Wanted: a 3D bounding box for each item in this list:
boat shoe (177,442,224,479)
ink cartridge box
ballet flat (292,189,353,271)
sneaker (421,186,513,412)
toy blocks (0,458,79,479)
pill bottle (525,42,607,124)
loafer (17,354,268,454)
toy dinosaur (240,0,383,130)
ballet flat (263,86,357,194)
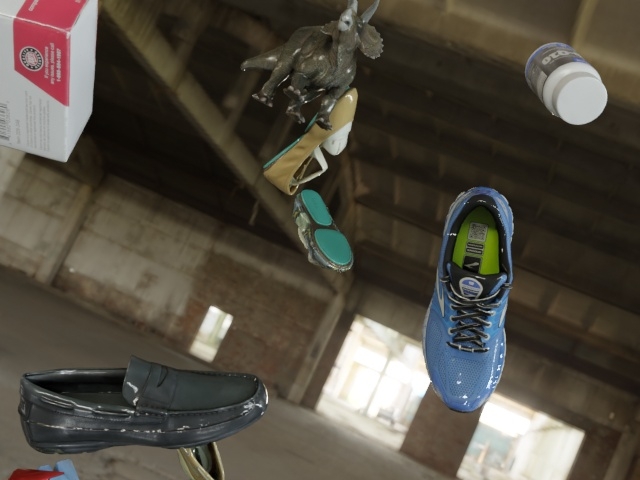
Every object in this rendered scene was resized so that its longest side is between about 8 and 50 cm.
[{"bbox_3d":[-0.182,0.271,1.206,0.072,0.068,0.190,9,-50,50],"label":"boat shoe"},{"bbox_3d":[-0.464,-0.257,1.120,0.306,0.131,0.226,16,-44,-4],"label":"ink cartridge box"},{"bbox_3d":[0.000,0.000,1.295,0.070,0.070,0.188,31,25,-35],"label":"ballet flat"},{"bbox_3d":[0.207,0.083,1.208,0.130,0.329,0.147,4,-1,13],"label":"sneaker"},{"bbox_3d":[-0.216,0.303,0.663,0.191,0.381,0.261,-9,56,-41],"label":"toy blocks"},{"bbox_3d":[0.328,-0.209,1.129,0.078,0.078,0.137,28,24,-18],"label":"pill bottle"},{"bbox_3d":[-0.160,0.143,0.764,0.223,0.078,0.076,-4,26,-3],"label":"loafer"},{"bbox_3d":[-0.009,-0.258,1.237,0.121,0.160,0.313,36,-10,-25],"label":"toy dinosaur"},{"bbox_3d":[-0.001,-0.151,1.324,0.073,0.080,0.232,50,-47,-1],"label":"ballet flat"}]
